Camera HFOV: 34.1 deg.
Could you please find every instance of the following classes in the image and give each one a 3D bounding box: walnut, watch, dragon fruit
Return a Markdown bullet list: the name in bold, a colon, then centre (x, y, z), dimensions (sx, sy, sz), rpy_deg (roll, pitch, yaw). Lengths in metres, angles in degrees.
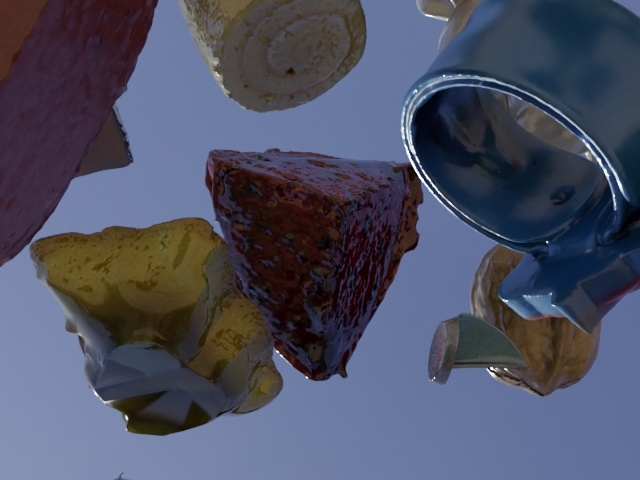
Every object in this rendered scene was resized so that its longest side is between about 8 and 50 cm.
- **walnut**: centre (0.325, 0.116, 1.577), dimensions (0.198, 0.198, 0.245), rpy_deg (1, -111, -8)
- **watch**: centre (0.225, -0.091, 0.915), dimensions (0.274, 0.305, 0.241), rpy_deg (45, -118, -9)
- **dragon fruit**: centre (-0.009, -0.002, 1.457), dimensions (0.228, 0.286, 0.329), rpy_deg (13, -154, 21)

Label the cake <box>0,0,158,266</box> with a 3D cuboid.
- **cake**: centre (-0.188, -0.089, 0.444), dimensions (0.177, 0.151, 0.283), rpy_deg (26, -89, 7)

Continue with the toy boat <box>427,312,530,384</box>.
- **toy boat**: centre (0.189, 0.125, 1.215), dimensions (0.122, 0.096, 0.034), rpy_deg (1, -155, -20)

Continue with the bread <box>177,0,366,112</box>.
- **bread**: centre (-0.046, -0.198, 0.838), dimensions (0.134, 0.148, 0.141), rpy_deg (-23, -120, -6)

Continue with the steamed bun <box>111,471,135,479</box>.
- **steamed bun**: centre (-0.217, 0.443, 1.164), dimensions (0.309, 0.309, 0.309), rpy_deg (4, -128, -5)

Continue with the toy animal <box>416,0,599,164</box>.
- **toy animal**: centre (0.241, -0.217, 1.276), dimensions (0.208, 0.154, 0.325), rpy_deg (15, -141, -34)

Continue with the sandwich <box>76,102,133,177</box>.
- **sandwich**: centre (-0.336, -0.150, 1.326), dimensions (0.162, 0.193, 0.058), rpy_deg (-15, -122, -6)

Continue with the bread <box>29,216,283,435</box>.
- **bread**: centre (-0.128, 0.084, 0.854), dimensions (0.161, 0.233, 0.088), rpy_deg (-3, -131, 20)
